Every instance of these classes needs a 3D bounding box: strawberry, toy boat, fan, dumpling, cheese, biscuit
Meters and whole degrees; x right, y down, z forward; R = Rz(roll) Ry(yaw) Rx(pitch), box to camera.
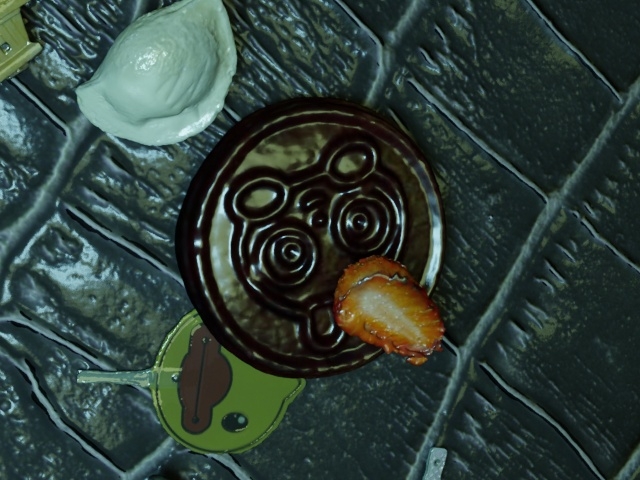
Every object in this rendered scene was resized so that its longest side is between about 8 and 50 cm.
[{"bbox_3d":[0.093,0.095,1.200,0.121,0.082,0.188,-39,122,11],"label":"strawberry"},{"bbox_3d":[-0.424,-0.242,1.058,0.321,0.089,0.121,-43,120,-9],"label":"toy boat"},{"bbox_3d":[-0.178,0.197,1.239,0.334,0.011,0.230,6,95,-21],"label":"fan"},{"bbox_3d":[-0.196,-0.214,1.124,0.216,0.126,0.166,-51,125,-9],"label":"dumpling"},{"bbox_3d":[0.168,0.422,1.373,0.097,0.037,0.192,12,94,-21],"label":"cheese"},{"bbox_3d":[0.000,0.000,1.229,0.407,0.091,0.408,-3,98,-21],"label":"biscuit"}]

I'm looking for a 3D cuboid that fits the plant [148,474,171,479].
[{"bbox_3d":[-0.164,0.438,1.205,0.274,0.149,0.146,33,86,-17],"label":"plant"}]
